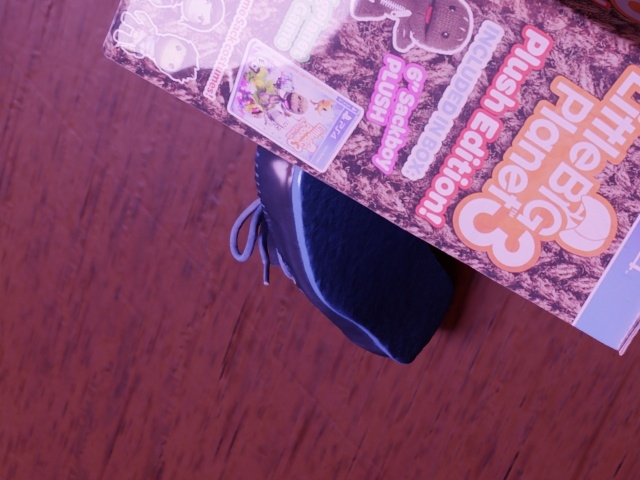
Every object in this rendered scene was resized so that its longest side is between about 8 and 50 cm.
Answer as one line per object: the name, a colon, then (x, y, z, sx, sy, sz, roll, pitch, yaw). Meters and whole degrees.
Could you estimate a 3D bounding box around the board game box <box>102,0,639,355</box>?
board game box: (0.082, -0.119, 0.908, 0.291, 0.232, 0.141, 30, 124, 5)

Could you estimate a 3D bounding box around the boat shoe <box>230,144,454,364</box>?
boat shoe: (0.000, 0.000, 1.029, 0.089, 0.109, 0.258, 30, 160, 27)
